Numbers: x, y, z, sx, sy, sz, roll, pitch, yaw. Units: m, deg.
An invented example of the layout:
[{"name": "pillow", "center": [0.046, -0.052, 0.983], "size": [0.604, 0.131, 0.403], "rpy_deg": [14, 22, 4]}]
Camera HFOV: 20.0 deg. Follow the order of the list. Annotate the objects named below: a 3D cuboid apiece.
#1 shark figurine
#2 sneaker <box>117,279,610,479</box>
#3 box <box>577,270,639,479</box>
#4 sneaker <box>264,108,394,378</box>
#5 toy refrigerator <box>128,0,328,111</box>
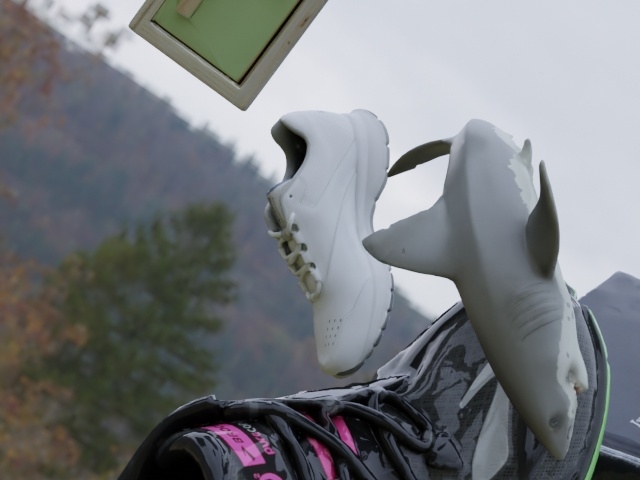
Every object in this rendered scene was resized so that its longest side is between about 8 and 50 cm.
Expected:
[{"name": "shark figurine", "center": [0.081, -0.015, 1.090], "size": [0.278, 0.116, 0.166], "rpy_deg": [-101, 178, -51]}, {"name": "sneaker", "center": [-0.002, 0.177, 1.154], "size": [0.185, 0.483, 0.202], "rpy_deg": [41, -20, 34]}, {"name": "box", "center": [0.386, 0.342, 1.581], "size": [0.472, 0.297, 0.479], "rpy_deg": [17, -58, 33]}, {"name": "sneaker", "center": [0.000, 0.000, 1.906], "size": [0.129, 0.297, 0.111], "rpy_deg": [7, -21, -28]}, {"name": "toy refrigerator", "center": [-0.010, -0.228, 1.243], "size": [0.102, 0.269, 0.094], "rpy_deg": [37, 12, -5]}]
